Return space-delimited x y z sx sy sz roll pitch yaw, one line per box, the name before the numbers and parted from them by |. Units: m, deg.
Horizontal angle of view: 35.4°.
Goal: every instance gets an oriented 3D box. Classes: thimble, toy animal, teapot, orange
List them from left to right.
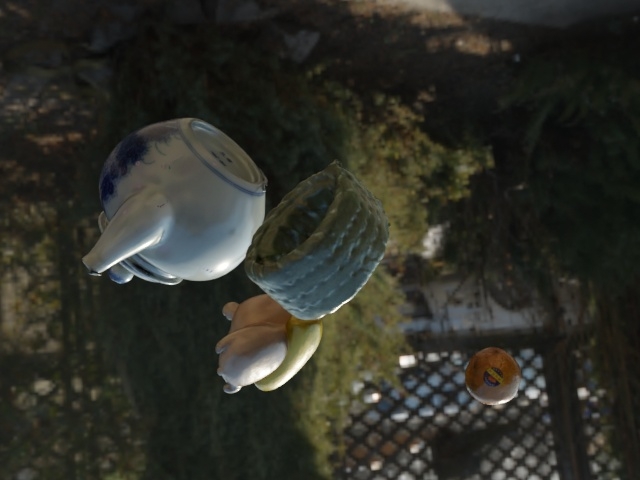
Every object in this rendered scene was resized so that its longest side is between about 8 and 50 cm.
teapot | -0.227 -0.036 1.508 0.280 0.252 0.424 -47 177 18
toy animal | -0.061 0.095 0.953 0.114 0.082 0.091 -20 145 -31
thimble | 0.000 0.000 0.728 0.062 0.110 0.084 46 160 -31
orange | 0.244 0.192 1.421 0.084 0.083 0.083 -6 168 -1
